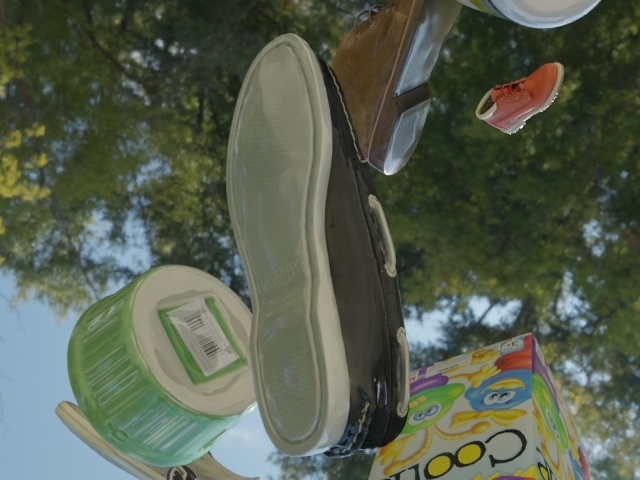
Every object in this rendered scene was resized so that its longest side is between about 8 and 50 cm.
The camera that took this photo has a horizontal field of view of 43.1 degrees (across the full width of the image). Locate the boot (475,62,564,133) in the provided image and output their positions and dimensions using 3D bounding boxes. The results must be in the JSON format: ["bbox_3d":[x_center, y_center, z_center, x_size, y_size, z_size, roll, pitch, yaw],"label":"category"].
[{"bbox_3d":[0.328,-0.241,1.341,0.084,0.158,0.059,16,-131,-27],"label":"boot"}]

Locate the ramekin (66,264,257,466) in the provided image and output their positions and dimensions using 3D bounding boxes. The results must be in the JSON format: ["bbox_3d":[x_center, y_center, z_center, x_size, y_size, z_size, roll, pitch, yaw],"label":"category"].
[{"bbox_3d":[-0.226,0.185,1.278,0.303,0.148,0.303,32,-143,-29],"label":"ramekin"}]

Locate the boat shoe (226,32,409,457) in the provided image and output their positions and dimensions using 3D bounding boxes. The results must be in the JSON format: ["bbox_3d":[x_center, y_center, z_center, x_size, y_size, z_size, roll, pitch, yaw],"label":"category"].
[{"bbox_3d":[0.000,0.000,0.586,0.091,0.114,0.303,8,-107,-40],"label":"boat shoe"}]

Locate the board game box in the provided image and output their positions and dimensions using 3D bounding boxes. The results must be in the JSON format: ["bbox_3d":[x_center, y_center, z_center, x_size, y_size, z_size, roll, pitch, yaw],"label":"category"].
[{"bbox_3d":[0.135,0.212,0.665,0.142,0.144,0.275,64,-160,-11],"label":"board game box"}]

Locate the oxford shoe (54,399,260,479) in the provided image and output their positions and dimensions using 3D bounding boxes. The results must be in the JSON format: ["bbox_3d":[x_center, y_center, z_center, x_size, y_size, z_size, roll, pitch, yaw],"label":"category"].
[{"bbox_3d":[-0.308,0.420,1.585,0.449,0.169,0.130,28,-108,3],"label":"oxford shoe"}]

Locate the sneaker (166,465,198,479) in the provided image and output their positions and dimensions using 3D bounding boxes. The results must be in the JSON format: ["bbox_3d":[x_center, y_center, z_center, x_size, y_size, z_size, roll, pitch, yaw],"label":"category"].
[{"bbox_3d":[-0.251,0.465,1.411,0.071,0.170,0.068,9,-156,26],"label":"sneaker"}]

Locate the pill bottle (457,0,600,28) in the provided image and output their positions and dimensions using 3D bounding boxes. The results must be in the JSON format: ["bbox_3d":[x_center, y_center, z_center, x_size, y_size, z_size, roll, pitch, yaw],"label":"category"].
[{"bbox_3d":[0.143,-0.226,0.622,0.103,0.103,0.184,12,-160,-15],"label":"pill bottle"}]

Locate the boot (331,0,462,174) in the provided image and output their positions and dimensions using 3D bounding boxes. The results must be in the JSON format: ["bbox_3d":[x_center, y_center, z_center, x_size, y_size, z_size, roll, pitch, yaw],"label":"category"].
[{"bbox_3d":[0.077,-0.228,0.870,0.115,0.305,0.112,32,-149,24],"label":"boot"}]
